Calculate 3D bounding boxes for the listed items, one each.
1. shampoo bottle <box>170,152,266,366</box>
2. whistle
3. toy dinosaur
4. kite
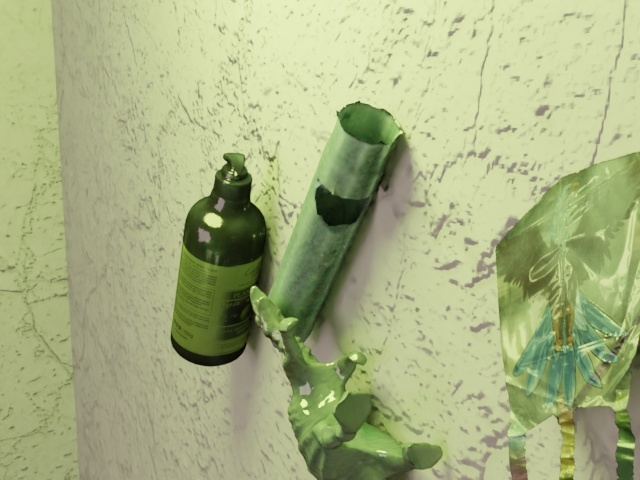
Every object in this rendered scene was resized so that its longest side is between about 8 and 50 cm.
[{"bbox_3d":[-0.122,0.021,1.035,0.101,0.101,0.283,52,138,47],"label":"shampoo bottle"},{"bbox_3d":[0.000,0.000,0.837,0.062,0.062,0.312,64,147,35],"label":"whistle"},{"bbox_3d":[0.036,0.205,0.778,0.392,0.092,0.205,66,154,7],"label":"toy dinosaur"},{"bbox_3d":[0.152,0.096,0.504,0.169,0.015,0.309,131,147,-57],"label":"kite"}]
